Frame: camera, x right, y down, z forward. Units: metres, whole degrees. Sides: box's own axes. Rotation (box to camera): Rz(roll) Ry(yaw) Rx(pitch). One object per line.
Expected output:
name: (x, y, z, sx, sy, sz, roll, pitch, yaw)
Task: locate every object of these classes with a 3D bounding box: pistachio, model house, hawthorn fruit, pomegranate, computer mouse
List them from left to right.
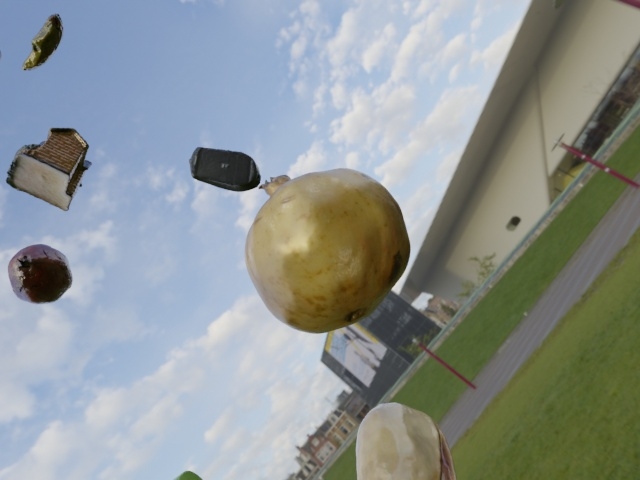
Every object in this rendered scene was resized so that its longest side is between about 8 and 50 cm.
hawthorn fruit: (-0.857, 0.096, 1.398, 0.181, 0.181, 0.235, -43, -7, -25)
pistachio: (-0.697, -0.491, 1.166, 0.173, 0.049, 0.089, -51, 22, 15)
model house: (-0.710, -0.215, 1.240, 0.183, 0.166, 0.172, -37, 31, 45)
computer mouse: (-0.390, -0.285, 1.888, 0.087, 0.295, 0.168, 123, 154, -59)
pomegranate: (0.000, 0.000, 0.897, 0.342, 0.342, 0.342, -43, -23, -23)
pistachio: (0.161, 0.436, 0.868, 0.187, 0.187, 0.299, -60, 11, 17)

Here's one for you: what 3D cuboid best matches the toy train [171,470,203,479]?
toy train: (-0.235, 0.434, 0.644, 0.253, 0.157, 0.105, -36, -9, 9)
